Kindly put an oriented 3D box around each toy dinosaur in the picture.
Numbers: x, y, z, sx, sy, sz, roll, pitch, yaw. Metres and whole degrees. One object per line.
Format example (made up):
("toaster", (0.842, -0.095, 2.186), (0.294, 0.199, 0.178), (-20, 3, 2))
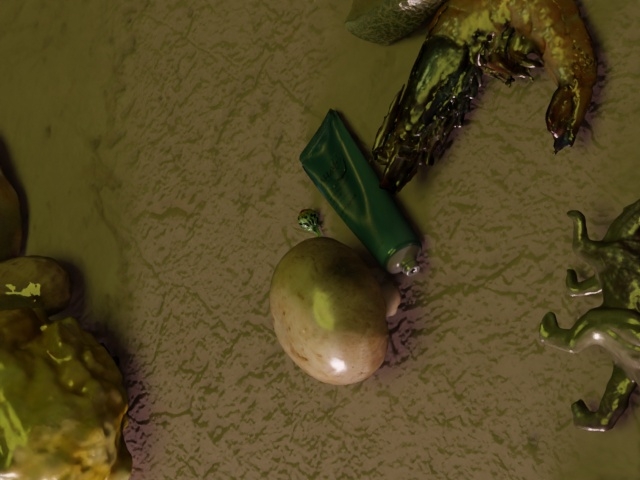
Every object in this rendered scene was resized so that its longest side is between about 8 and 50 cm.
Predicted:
("toy dinosaur", (0.295, 0.066, 1.448), (0.162, 0.077, 0.294), (-5, 87, 42))

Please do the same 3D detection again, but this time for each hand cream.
("hand cream", (0.047, -0.046, 1.696), (0.224, 0.048, 0.083), (55, 126, 32))

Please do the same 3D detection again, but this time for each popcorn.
("popcorn", (-0.368, 0.230, 1.963), (0.252, 0.215, 0.286), (-41, 69, 28))

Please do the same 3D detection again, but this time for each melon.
("melon", (0.094, -0.273, 1.613), (0.182, 0.054, 0.098), (-8, 71, 61))

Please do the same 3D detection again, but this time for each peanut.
("peanut", (-0.438, 0.067, 2.068), (0.228, 0.104, 0.085), (-3, 100, 26))

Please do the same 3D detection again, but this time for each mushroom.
("mushroom", (0.017, 0.077, 1.671), (0.166, 0.127, 0.166), (36, 133, 52))

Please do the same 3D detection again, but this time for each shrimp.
("shrimp", (0.171, -0.141, 1.566), (0.222, 0.054, 0.290), (46, 112, 31))

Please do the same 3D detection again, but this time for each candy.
("candy", (0.000, 0.000, 1.752), (0.083, 0.025, 0.023), (61, 170, 13))

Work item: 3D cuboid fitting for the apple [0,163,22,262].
("apple", (-0.520, -0.001, 2.159), (0.193, 0.120, 0.265), (50, 125, 16))
